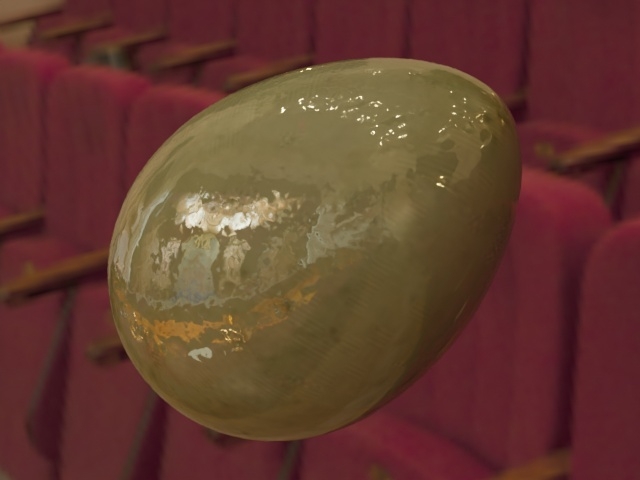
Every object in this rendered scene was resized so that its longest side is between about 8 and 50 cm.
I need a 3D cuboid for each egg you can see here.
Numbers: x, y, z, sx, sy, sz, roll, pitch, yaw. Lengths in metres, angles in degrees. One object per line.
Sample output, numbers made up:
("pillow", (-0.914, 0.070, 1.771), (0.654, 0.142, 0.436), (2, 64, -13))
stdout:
("egg", (0.000, 0.000, 1.199), (0.295, 0.218, 0.218), (-34, 4, 29))
